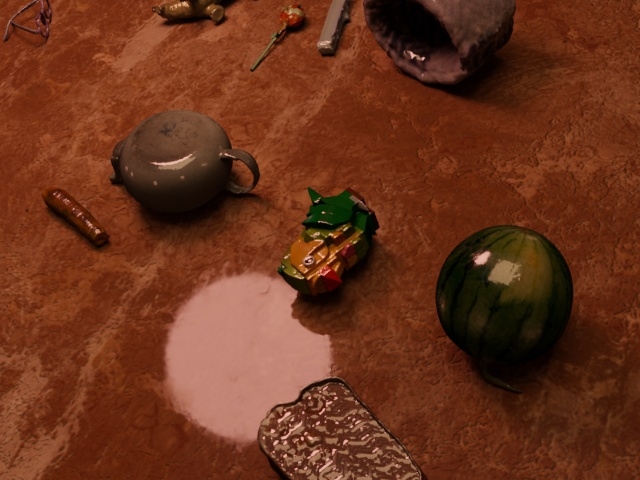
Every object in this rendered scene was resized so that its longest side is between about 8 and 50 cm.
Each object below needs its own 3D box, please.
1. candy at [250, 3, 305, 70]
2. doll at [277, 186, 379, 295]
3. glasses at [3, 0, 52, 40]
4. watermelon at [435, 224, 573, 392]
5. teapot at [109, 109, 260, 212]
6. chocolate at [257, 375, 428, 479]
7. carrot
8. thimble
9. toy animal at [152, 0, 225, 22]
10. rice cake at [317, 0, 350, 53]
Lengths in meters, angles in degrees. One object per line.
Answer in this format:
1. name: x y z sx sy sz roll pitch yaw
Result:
1. candy: -0.089 -0.402 1.860 0.056 0.049 0.184 0 50 51
2. doll: 0.008 0.001 1.446 0.134 0.106 0.186 9 53 26
3. glasses: -0.638 -0.475 2.012 0.104 0.062 0.140 -9 48 5
4. watermelon: 0.246 0.086 1.285 0.188 0.214 0.188 17 14 -4
5. teapot: -0.242 -0.129 1.598 0.294 0.129 0.193 8 52 15
6. chocolate: 0.026 0.290 1.206 0.148 0.093 0.214 -32 52 -17
7. carrot: -0.422 -0.043 1.617 0.042 0.042 0.171 -39 55 -21
8. thimble: 0.214 -0.404 1.677 0.245 0.217 0.157 36 65 25
9. toy animal: -0.237 -0.513 1.956 0.219 0.103 0.101 -40 35 -19
10. rice cake: 0.032 -0.434 1.861 0.042 0.030 0.180 1 50 19
